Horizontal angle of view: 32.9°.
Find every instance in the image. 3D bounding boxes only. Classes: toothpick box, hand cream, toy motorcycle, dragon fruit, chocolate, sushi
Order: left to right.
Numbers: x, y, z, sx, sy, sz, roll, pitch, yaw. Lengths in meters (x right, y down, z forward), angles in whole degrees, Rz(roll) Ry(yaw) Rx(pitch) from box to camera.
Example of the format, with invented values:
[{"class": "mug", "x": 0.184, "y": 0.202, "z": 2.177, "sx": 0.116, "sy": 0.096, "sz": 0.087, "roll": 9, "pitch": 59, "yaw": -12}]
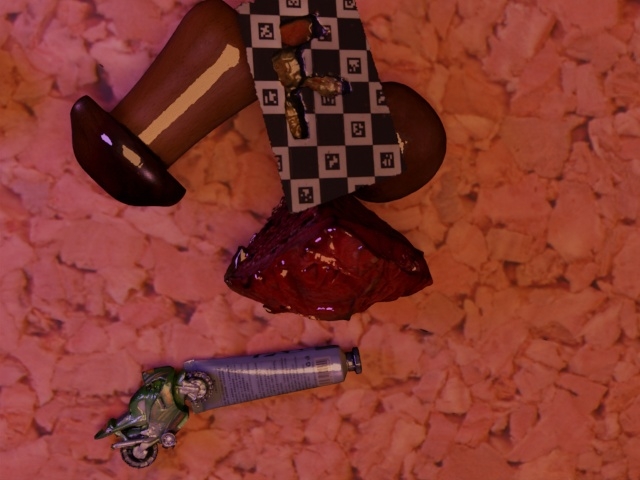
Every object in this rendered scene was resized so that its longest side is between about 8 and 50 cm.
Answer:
[{"class": "toy motorcycle", "x": -0.252, "y": 0.258, "z": 1.650, "sx": 0.106, "sy": 0.074, "sz": 0.190, "roll": 40, "pitch": 97, "yaw": -12}, {"class": "toothpick box", "x": -0.200, "y": -0.181, "z": 1.477, "sx": 0.294, "sy": 0.192, "sz": 0.192, "roll": -45, "pitch": 109, "yaw": -3}, {"class": "hand cream", "x": -0.072, "y": 0.206, "z": 1.681, "sx": 0.271, "sy": 0.058, "sz": 0.091, "roll": -10, "pitch": 111, "yaw": -2}, {"class": "sushi", "x": -0.010, "y": -0.194, "z": 1.448, "sx": 0.192, "sy": 0.043, "sz": 0.279, "roll": -21, "pitch": 98, "yaw": -26}, {"class": "dragon fruit", "x": 0.000, "y": 0.000, "z": 1.530, "sx": 0.302, "sy": 0.330, "sz": 0.240, "roll": -21, "pitch": 87, "yaw": -3}, {"class": "chocolate", "x": 0.095, "y": -0.134, "z": 1.556, "sx": 0.176, "sy": 0.177, "sz": 0.177, "roll": -3, "pitch": 106, "yaw": -11}]
